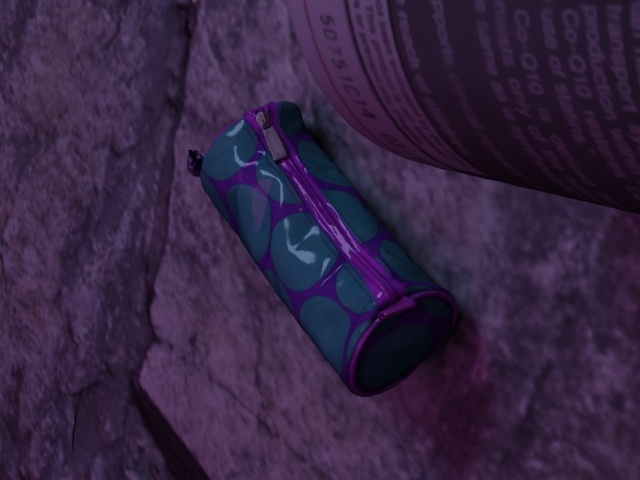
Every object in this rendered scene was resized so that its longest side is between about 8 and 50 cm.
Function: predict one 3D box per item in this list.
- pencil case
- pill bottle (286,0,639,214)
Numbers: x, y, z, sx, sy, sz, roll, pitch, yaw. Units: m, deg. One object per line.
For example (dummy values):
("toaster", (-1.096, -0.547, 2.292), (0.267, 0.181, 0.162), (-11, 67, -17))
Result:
("pencil case", (0.000, 0.000, 0.633), (0.152, 0.064, 0.070), (52, 159, 33))
("pill bottle", (0.131, -0.078, 0.364), (0.283, 0.161, 0.161), (19, 112, 50))
